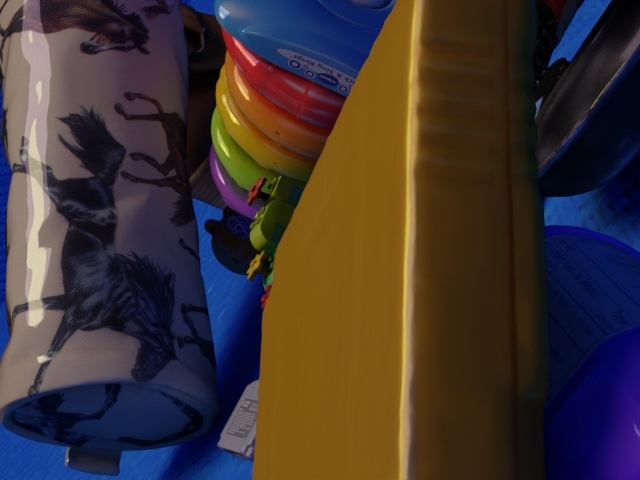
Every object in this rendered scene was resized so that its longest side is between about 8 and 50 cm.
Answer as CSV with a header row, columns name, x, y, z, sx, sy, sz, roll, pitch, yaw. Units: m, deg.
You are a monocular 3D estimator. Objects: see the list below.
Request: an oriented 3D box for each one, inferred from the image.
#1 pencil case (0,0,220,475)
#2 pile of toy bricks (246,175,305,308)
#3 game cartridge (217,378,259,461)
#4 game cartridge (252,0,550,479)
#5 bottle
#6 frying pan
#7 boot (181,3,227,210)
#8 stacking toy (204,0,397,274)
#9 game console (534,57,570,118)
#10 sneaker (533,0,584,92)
name,x,y,z,sx,sy,sz,roll,pitch,yaw
pencil case,-0.169,-0.041,1.427,0.183,0.160,0.410,113,153,-69
pile of toy bricks,0.000,0.000,1.177,0.118,0.105,0.212,-41,22,52
game cartridge,-0.042,0.118,1.271,0.056,0.017,0.083,-65,14,-8
game cartridge,0.018,0.115,0.634,0.285,0.053,0.323,119,156,-67
bottle,0.112,0.075,0.580,0.092,0.118,0.283,-51,13,6
frying pan,0.156,-0.106,0.968,0.197,0.053,0.326,-56,2,9
boot,-0.101,-0.170,1.660,0.109,0.220,0.283,-36,26,60
stacking toy,-0.022,-0.074,1.377,0.165,0.175,0.302,-69,5,-46
game console,0.065,-0.043,1.078,0.124,0.085,0.144,-42,22,52
sneaker,0.122,-0.152,1.006,0.075,0.057,0.161,-75,11,-60
